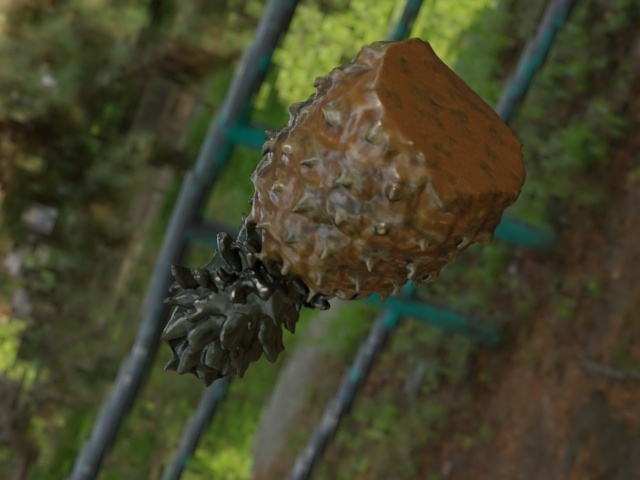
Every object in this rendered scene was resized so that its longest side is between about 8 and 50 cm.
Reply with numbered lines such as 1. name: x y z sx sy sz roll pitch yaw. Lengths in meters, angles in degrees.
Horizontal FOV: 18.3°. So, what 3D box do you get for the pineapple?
1. pineapple: 0.000 0.000 1.301 0.278 0.158 0.158 -44 25 33
